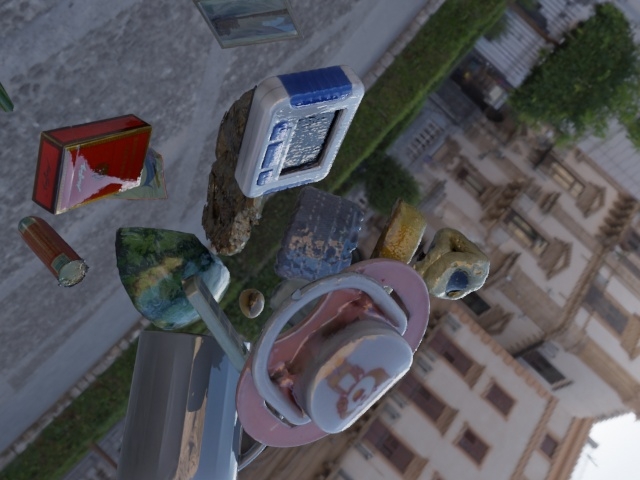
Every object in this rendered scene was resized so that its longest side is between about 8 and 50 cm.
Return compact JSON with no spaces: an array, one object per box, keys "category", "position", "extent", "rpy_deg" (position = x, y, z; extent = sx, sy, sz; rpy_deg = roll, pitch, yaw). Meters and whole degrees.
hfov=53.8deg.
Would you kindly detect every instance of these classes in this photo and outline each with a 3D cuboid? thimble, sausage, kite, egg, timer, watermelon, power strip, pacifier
[{"category":"thimble","position":[0.000,0.000,1.480],"extent":[0.236,0.172,0.205],"rpy_deg":[-73,-176,-46]},{"category":"sausage","position":[-0.647,0.010,1.503],"extent":[0.083,0.264,0.083],"rpy_deg":[-31,141,-30]},{"category":"kite","position":[-0.663,-0.220,2.064],"extent":[0.327,0.377,0.013],"rpy_deg":[-31,-134,21]},{"category":"egg","position":[-0.194,0.178,1.779],"extent":[0.071,0.071,0.083],"rpy_deg":[127,-30,-73]},{"category":"timer","position":[-0.044,-0.180,1.042],"extent":[0.178,0.078,0.253],"rpy_deg":[-18,155,-27]},{"category":"watermelon","position":[-0.366,0.084,1.529],"extent":[0.224,0.180,0.305],"rpy_deg":[-48,134,-9]},{"category":"power strip","position":[-0.182,0.156,1.150],"extent":[0.029,0.227,0.080],"rpy_deg":[-30,-163,-1]},{"category":"pacifier","position":[0.014,0.154,0.921],"extent":[0.332,0.220,0.273],"rpy_deg":[-42,-176,-5]}]

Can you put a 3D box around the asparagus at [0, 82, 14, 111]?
[{"category":"asparagus","position":[-0.809,-0.393,1.541],"extent":[0.041,0.045,0.178],"rpy_deg":[-39,135,-17]}]

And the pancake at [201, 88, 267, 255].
[{"category":"pancake","position":[-0.186,-0.144,1.425],"extent":[0.382,0.071,0.383],"rpy_deg":[-35,-130,57]}]

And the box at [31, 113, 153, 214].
[{"category":"box","position":[-0.453,-0.158,1.267],"extent":[0.239,0.074,0.153],"rpy_deg":[-35,156,-57]}]

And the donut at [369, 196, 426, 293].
[{"category":"donut","position":[0.125,0.016,1.062],"extent":[0.178,0.065,0.162],"rpy_deg":[109,5,-64]}]

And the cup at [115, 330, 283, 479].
[{"category":"cup","position":[-0.232,0.362,1.287],"extent":[0.237,0.322,0.327],"rpy_deg":[134,-38,-74]}]

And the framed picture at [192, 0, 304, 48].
[{"category":"framed picture","position":[-0.216,-0.680,1.925],"extent":[0.213,0.288,0.016],"rpy_deg":[57,36,-56]}]

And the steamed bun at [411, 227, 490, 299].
[{"category":"steamed bun","position":[0.295,0.071,1.526],"extent":[0.155,0.172,0.141],"rpy_deg":[-24,145,-29]}]
